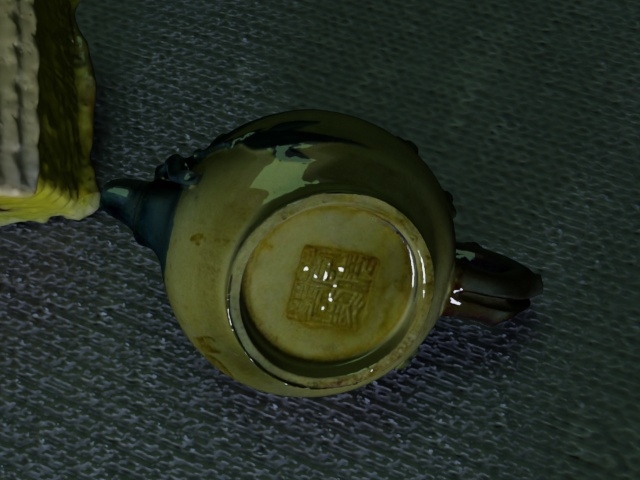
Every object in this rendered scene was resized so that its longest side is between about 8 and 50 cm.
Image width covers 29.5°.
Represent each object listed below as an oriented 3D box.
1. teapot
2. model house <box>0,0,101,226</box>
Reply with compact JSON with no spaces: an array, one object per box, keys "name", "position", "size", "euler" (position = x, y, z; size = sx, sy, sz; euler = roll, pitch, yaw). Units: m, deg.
[{"name":"teapot","position":[0.000,0.000,0.748],"size":[0.270,0.173,0.182],"euler":[7,18,-17]},{"name":"model house","position":[-0.240,-0.108,0.765],"size":[0.175,0.234,0.193],"euler":[-3,86,-4]}]
